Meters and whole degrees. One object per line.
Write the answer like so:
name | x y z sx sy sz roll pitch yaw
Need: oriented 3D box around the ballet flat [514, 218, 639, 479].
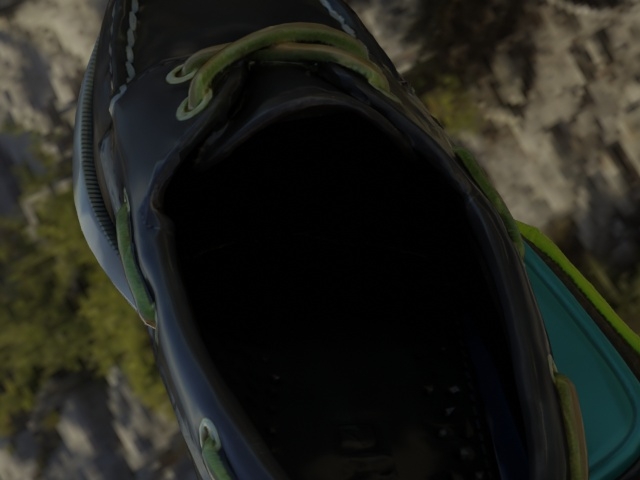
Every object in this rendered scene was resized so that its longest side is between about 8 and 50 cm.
ballet flat | 0.069 0.073 0.412 0.077 0.077 0.231 61 178 -37

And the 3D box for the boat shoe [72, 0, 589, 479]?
boat shoe | 0.000 0.000 0.384 0.068 0.081 0.227 97 161 -44
